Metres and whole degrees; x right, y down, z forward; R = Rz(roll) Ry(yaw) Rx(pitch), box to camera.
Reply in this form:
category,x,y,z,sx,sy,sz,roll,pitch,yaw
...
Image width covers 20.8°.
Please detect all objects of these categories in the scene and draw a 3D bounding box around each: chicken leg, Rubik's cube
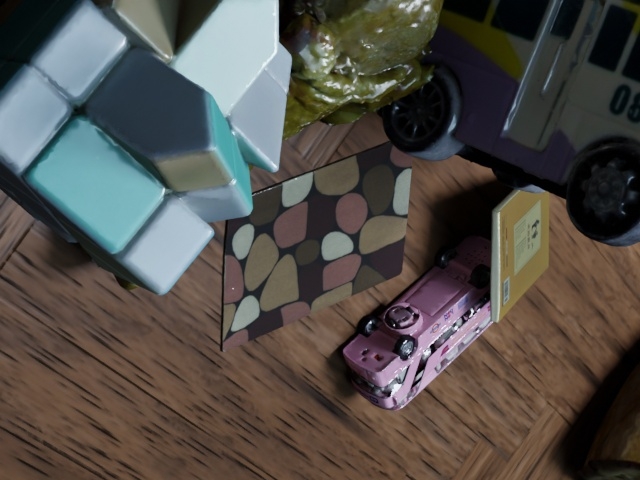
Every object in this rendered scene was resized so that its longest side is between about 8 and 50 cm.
category,x,y,z,sx,sy,sz,roll,pitch,yaw
chicken leg,-0.037,-0.119,1.419,0.361,0.140,0.211,-47,159,19
Rubik's cube,-0.137,-0.108,1.204,0.224,0.265,0.213,44,79,-25

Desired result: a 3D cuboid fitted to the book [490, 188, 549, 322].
category,x,y,z,sx,sy,sz,roll,pitch,yaw
book,0.203,0.000,1.763,0.172,0.012,0.118,-37,130,-60

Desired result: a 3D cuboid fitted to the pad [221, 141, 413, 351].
category,x,y,z,sx,sy,sz,roll,pitch,yaw
pad,0.000,0.000,1.617,0.235,0.003,0.158,-22,128,-38

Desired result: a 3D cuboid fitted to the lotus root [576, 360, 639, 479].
category,x,y,z,sx,sy,sz,roll,pitch,yaw
lotus root,0.490,0.233,2.079,0.316,0.316,0.250,35,76,-51

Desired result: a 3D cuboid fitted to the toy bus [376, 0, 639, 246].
category,x,y,z,sx,sy,sz,roll,pitch,yaw
toy bus,0.263,-0.130,1.475,0.209,0.440,0.249,13,101,-50

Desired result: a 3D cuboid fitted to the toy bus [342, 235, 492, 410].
category,x,y,z,sx,sy,sz,roll,pitch,yaw
toy bus,0.112,0.083,1.745,0.203,0.063,0.090,-40,138,-25
